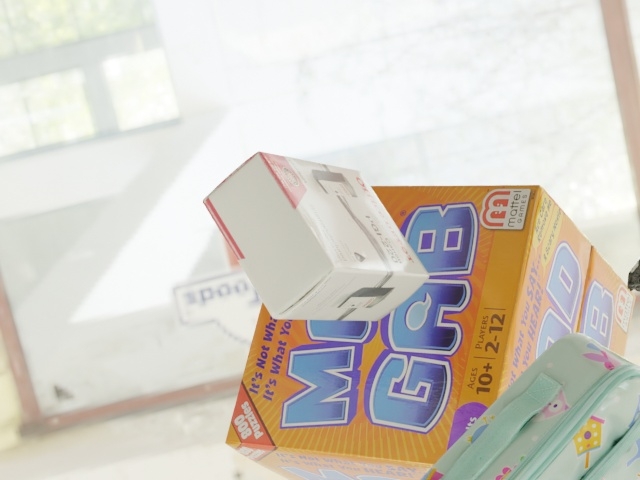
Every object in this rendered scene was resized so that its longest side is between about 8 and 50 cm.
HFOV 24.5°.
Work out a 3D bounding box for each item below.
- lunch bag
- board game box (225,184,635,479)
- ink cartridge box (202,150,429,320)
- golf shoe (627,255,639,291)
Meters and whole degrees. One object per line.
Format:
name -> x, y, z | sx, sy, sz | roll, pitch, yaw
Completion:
lunch bag -> 0.187, 0.228, 1.232 | 0.279, 0.224, 0.108 | -47, -138, -9
board game box -> 0.155, 0.162, 1.897 | 0.356, 0.356, 0.356 | 1, 157, 32
ink cartridge box -> 0.000, 0.000, 1.563 | 0.092, 0.159, 0.218 | -40, 158, 20
golf shoe -> 0.397, -0.020, 1.587 | 0.077, 0.198, 0.094 | 17, -137, -24
